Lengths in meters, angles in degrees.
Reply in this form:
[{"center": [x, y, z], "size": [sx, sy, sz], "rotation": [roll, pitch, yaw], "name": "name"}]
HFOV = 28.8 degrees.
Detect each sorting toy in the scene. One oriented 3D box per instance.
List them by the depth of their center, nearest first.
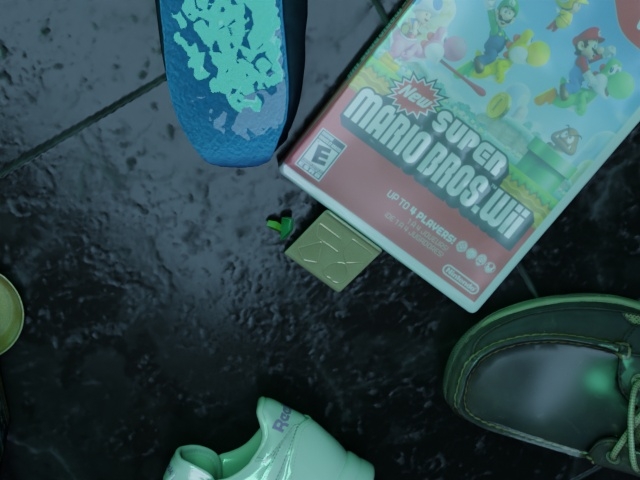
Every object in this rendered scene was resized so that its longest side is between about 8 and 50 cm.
[{"center": [0.000, 0.000, 0.990], "size": [0.083, 0.012, 0.062], "rotation": [36, 125, -14], "name": "sorting toy"}]

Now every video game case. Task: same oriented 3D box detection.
[{"center": [0.132, -0.107, 0.966], "size": [0.204, 0.025, 0.285], "rotation": [36, 102, -14], "name": "video game case"}]

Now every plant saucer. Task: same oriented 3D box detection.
[{"center": [-0.277, 0.055, 0.991], "size": [0.083, 0.015, 0.083], "rotation": [-1, 109, -4], "name": "plant saucer"}]

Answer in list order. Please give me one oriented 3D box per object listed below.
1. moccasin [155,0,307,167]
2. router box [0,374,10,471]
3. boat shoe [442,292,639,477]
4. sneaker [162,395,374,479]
[{"center": [-0.069, -0.224, 0.860], "size": [0.137, 0.117, 0.342], "rotation": [5, 96, 5], "name": "moccasin"}, {"center": [-0.272, 0.125, 0.960], "size": [0.038, 0.092, 0.122], "rotation": [-3, 123, -3], "name": "router box"}, {"center": [0.279, 0.127, 0.999], "size": [0.355, 0.130, 0.132], "rotation": [5, 108, -6], "name": "boat shoe"}, {"center": [-0.100, 0.258, 1.036], "size": [0.152, 0.114, 0.305], "rotation": [43, 93, -7], "name": "sneaker"}]
